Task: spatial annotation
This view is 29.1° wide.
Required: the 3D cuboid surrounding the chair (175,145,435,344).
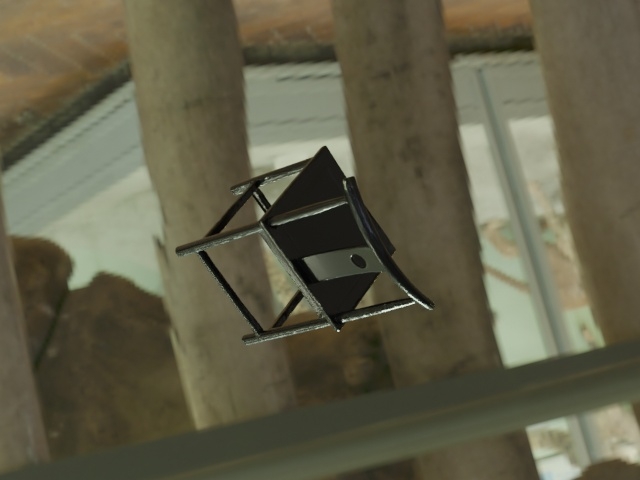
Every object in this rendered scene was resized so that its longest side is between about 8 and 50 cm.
[{"bbox_3d":[0.000,0.000,1.250,0.260,0.154,0.141,-16,-152,43],"label":"chair"}]
